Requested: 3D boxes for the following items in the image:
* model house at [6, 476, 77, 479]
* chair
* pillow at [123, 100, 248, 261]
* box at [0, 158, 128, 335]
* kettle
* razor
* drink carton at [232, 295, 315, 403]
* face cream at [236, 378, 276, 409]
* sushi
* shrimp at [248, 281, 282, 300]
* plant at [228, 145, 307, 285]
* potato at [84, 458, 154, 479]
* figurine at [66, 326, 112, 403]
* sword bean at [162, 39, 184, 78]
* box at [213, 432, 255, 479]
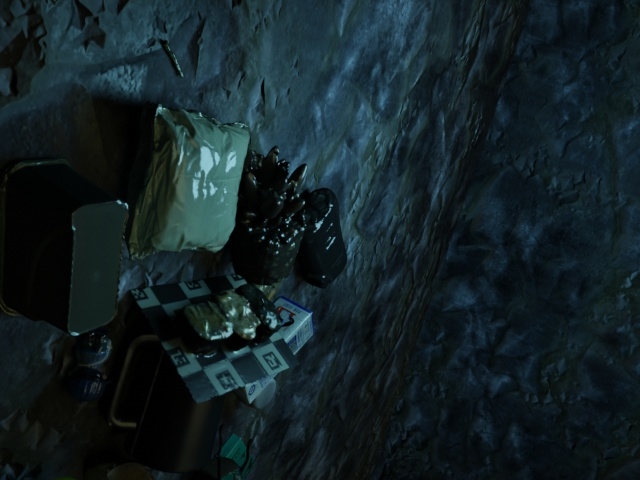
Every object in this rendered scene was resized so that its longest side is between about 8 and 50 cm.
[{"bbox_3d":[-0.578,0.599,1.065,0.237,0.215,0.304,22,88,-62],"label":"model house"},{"bbox_3d":[-0.308,0.678,1.646,0.149,0.174,0.213,4,98,-57],"label":"chair"},{"bbox_3d":[-0.259,-0.107,1.132,0.283,0.138,0.310,-10,117,-58],"label":"pillow"},{"bbox_3d":[-0.419,0.023,0.912,0.138,0.178,0.275,-20,128,-53],"label":"box"},{"bbox_3d":[-0.350,0.351,1.333,0.203,0.261,0.308,-112,-142,-79],"label":"kettle"},{"bbox_3d":[-0.003,-0.001,1.697,0.189,0.107,0.327,-52,151,-25],"label":"razor"},{"bbox_3d":[-0.160,0.313,1.649,0.315,0.130,0.107,-43,144,-35],"label":"drink carton"},{"bbox_3d":[-0.201,0.445,1.708,0.117,0.104,0.117,-41,145,-38],"label":"face cream"},{"bbox_3d":[-0.197,0.172,1.281,0.100,0.296,0.373,-46,159,24],"label":"sushi"},{"bbox_3d":[-0.177,0.160,1.580,0.254,0.059,0.145,-58,162,-25],"label":"shrimp"},{"bbox_3d":[-0.125,-0.059,1.369,0.194,0.181,0.321,-34,144,-45],"label":"plant"},{"bbox_3d":[-0.478,0.586,1.343,0.138,0.098,0.244,-30,130,-53],"label":"potato"},{"bbox_3d":[-0.460,0.252,1.137,0.086,0.087,0.149,9,106,-23],"label":"figurine"},{"bbox_3d":[-0.275,-0.340,1.057,0.012,0.012,0.083,-53,149,-23],"label":"sword bean"},{"bbox_3d":[-0.298,0.751,1.848,0.161,0.042,0.227,-48,148,-28],"label":"box"}]
